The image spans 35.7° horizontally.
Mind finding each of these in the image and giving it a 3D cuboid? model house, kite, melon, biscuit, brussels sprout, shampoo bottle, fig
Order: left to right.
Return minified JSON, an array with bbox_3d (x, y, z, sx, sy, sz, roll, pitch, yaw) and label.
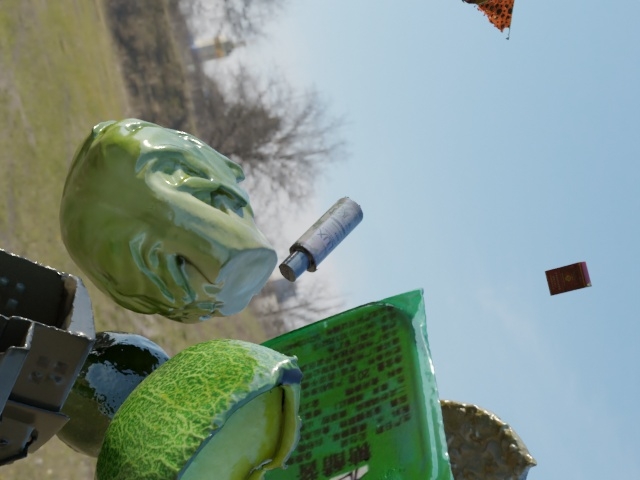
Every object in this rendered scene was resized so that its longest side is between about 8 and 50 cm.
[{"bbox_3d":[-0.347,0.146,0.914,0.243,0.211,0.204,-61,-156,15],"label":"model house"},{"bbox_3d":[-0.320,0.219,1.426,0.245,0.195,0.195,25,37,-48],"label":"fig"},{"bbox_3d":[-0.122,0.194,0.762,0.169,0.129,0.265,27,-64,46],"label":"melon"},{"bbox_3d":[-0.222,-0.035,1.407,0.247,0.328,0.328,-57,-147,26],"label":"brussels sprout"},{"bbox_3d":[0.000,0.000,1.925,0.072,0.214,0.072,28,-38,24],"label":"shampoo bottle"},{"bbox_3d":[0.160,0.282,1.317,0.290,0.038,0.141,-22,-104,41],"label":"biscuit"},{"bbox_3d":[0.218,-0.344,1.248,0.008,0.125,0.222,31,15,-38],"label":"kite"}]

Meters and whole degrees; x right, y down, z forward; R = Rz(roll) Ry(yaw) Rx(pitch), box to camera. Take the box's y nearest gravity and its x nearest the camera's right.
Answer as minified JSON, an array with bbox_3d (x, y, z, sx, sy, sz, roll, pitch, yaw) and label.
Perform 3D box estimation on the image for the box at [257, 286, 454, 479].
[{"bbox_3d":[0.031,0.232,1.139,0.106,0.264,0.336,56,20,-37],"label":"box"}]

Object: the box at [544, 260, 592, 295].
[{"bbox_3d":[0.479,0.074,1.922,0.082,0.023,0.051,-19,-100,40],"label":"box"}]
